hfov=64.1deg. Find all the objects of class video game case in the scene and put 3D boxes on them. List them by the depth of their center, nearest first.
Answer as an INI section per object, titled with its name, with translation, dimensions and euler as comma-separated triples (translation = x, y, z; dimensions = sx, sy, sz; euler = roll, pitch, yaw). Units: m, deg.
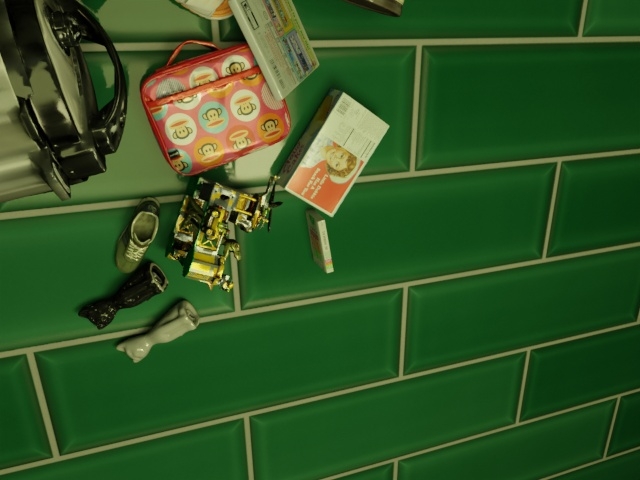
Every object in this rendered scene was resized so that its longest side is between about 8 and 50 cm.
[video game case]
translation = -0.091, -0.432, 1.082
dimensions = 0.213, 0.023, 0.193
euler = 62, 40, -27

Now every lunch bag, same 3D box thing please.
[lunch bag]
translation = -0.229, -0.302, 1.104
dimensions = 0.292, 0.120, 0.258
euler = -24, 113, -12

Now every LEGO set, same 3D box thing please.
[LEGO set]
translation = -0.201, -0.016, 1.128
dimensions = 0.192, 0.331, 0.255
euler = 18, 83, -27

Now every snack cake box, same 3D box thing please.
[snack cake box]
translation = 0.027, -0.212, 1.243
dimensions = 0.152, 0.089, 0.264
euler = 29, 99, -29

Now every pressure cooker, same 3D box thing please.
[pressure cooker]
translation = -0.546, -0.244, 0.858
dimensions = 0.420, 0.375, 0.370
euler = -17, 112, -12

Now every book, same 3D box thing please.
[book]
translation = 0.000, 0.000, 1.311
dimensions = 0.035, 0.096, 0.144
euler = -16, 115, -13

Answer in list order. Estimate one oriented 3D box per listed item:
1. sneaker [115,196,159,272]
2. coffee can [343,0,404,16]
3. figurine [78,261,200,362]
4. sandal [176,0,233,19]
[sneaker]
translation = -0.417, -0.002, 1.160
dimensions = 0.064, 0.086, 0.192
euler = 21, 102, -26
[coffee can]
translation = 0.116, -0.628, 1.036
dimensions = 0.201, 0.201, 0.276
euler = 10, 112, -23
[figurine]
translation = -0.434, 0.189, 1.239
dimensions = 0.209, 0.092, 0.215
euler = -32, 119, 2
[sandal]
translation = -0.261, -0.509, 1.000
dimensions = 0.265, 0.076, 0.102
euler = 8, 110, -40
